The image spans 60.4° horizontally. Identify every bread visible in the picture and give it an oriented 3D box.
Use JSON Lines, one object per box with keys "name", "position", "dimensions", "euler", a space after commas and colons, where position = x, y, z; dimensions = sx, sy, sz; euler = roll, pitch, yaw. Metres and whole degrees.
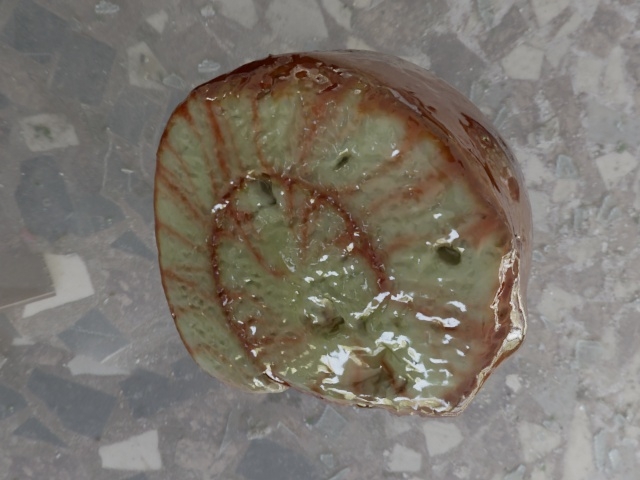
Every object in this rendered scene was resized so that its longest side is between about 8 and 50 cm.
{"name": "bread", "position": [0.002, -0.003, 0.458], "dimensions": [0.114, 0.328, 0.295], "euler": [-29, 114, -52]}
